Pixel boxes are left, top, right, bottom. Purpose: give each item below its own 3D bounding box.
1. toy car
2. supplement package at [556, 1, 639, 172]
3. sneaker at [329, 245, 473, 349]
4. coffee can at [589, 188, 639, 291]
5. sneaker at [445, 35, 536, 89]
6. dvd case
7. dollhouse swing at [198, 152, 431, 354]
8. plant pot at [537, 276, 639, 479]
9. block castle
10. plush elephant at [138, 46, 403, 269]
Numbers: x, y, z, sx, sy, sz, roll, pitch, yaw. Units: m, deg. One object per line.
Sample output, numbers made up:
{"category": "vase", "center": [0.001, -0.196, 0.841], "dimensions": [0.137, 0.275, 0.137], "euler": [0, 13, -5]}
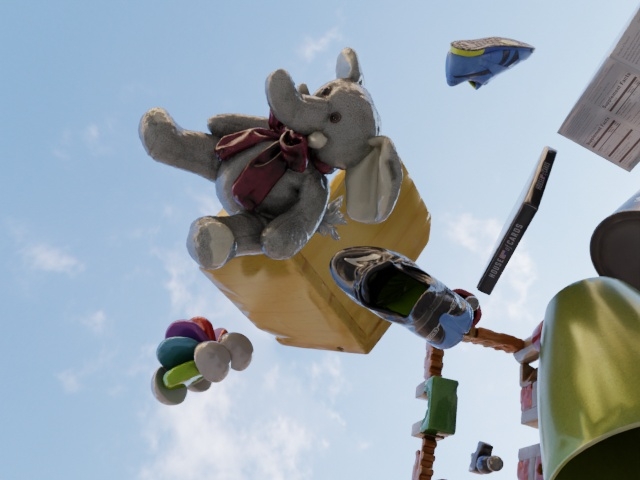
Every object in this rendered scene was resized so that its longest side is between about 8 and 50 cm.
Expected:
{"category": "toy car", "center": [-0.225, 0.204, 1.134], "dimensions": [0.159, 0.182, 0.136], "euler": [-31, -99, 24]}
{"category": "supplement package", "center": [0.551, -0.289, 1.053], "dimensions": [0.145, 0.204, 0.261], "euler": [33, -113, 12]}
{"category": "sneaker", "center": [0.064, 0.038, 0.590], "dimensions": [0.078, 0.188, 0.067], "euler": [38, -94, -32]}
{"category": "coffee can", "center": [0.708, -0.021, 1.275], "dimensions": [0.275, 0.202, 0.201], "euler": [-31, -79, -35]}
{"category": "sneaker", "center": [0.309, -0.326, 1.153], "dimensions": [0.210, 0.069, 0.082], "euler": [-16, -52, -31]}
{"category": "dvd case", "center": [0.332, -0.038, 1.048], "dimensions": [0.030, 0.238, 0.179], "euler": [26, -52, 12]}
{"category": "dollhouse swing", "center": [0.000, 0.000, 1.226], "dimensions": [0.346, 0.315, 0.304], "euler": [53, -131, -40]}
{"category": "plant pot", "center": [0.410, 0.194, 0.841], "dimensions": [0.275, 0.293, 0.274], "euler": [1, -51, 2]}
{"category": "block castle", "center": [0.343, 0.342, 1.209], "dimensions": [0.303, 0.212, 0.452], "euler": [15, -118, -6]}
{"category": "plush elephant", "center": [-0.031, -0.122, 0.838], "dimensions": [0.330, 0.271, 0.255], "euler": [10, -49, -38]}
